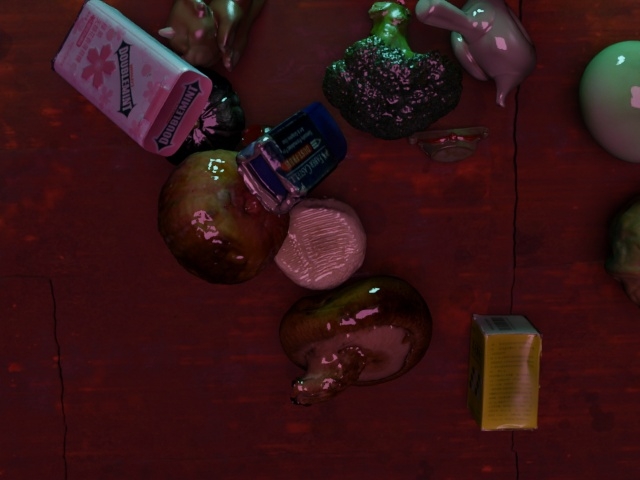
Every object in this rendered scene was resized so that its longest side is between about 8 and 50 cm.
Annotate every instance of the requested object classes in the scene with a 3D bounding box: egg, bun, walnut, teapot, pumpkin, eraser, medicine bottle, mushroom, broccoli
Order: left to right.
[{"bbox_3d":[-0.272,-0.266,1.841,0.221,0.162,0.220,-1,106,-3],"label":"pumpkin"},{"bbox_3d":[-0.049,-0.176,1.773,0.102,0.332,0.155,-30,99,30],"label":"eraser"},{"bbox_3d":[0.000,0.000,1.915,0.221,0.134,0.220,-1,106,-4],"label":"bun"},{"bbox_3d":[0.085,0.237,1.885,0.346,0.259,0.345,-3,141,-2],"label":"mushroom"},{"bbox_3d":[0.164,-0.357,1.801,0.298,0.297,0.297,8,75,-3],"label":"broccoli"},{"bbox_3d":[0.327,-0.445,1.773,0.149,0.220,0.318,-34,122,23],"label":"teapot"},{"bbox_3d":[0.429,0.308,1.985,0.141,0.137,0.250,-1,103,-1],"label":"medicine bottle"},{"bbox_3d":[0.675,-0.295,1.821,0.220,0.220,0.269,-23,101,4],"label":"egg"},{"bbox_3d":[0.766,0.030,1.865,0.253,0.277,0.282,-42,87,15],"label":"walnut"}]

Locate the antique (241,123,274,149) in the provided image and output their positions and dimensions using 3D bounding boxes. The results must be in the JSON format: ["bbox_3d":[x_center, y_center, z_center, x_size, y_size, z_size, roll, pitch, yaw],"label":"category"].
[{"bbox_3d":[-0.126,-0.209,1.888,0.104,0.104,0.104,0,102,-1],"label":"antique"}]

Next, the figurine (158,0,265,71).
[{"bbox_3d":[-0.234,-0.482,1.791,0.173,0.177,0.247,22,93,11],"label":"figurine"}]

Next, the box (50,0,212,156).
[{"bbox_3d":[-0.398,-0.344,1.754,0.370,0.112,0.190,41,102,32],"label":"box"}]

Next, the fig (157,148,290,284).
[{"bbox_3d":[-0.245,-0.042,1.830,0.286,0.369,0.286,4,82,-33],"label":"fig"}]

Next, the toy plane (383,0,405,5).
[{"bbox_3d":[0.198,-0.559,1.851,0.060,0.037,0.145,36,98,-4],"label":"toy plane"}]

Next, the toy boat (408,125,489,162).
[{"bbox_3d":[0.293,-0.219,1.907,0.185,0.071,0.089,-5,144,0],"label":"toy boat"}]
